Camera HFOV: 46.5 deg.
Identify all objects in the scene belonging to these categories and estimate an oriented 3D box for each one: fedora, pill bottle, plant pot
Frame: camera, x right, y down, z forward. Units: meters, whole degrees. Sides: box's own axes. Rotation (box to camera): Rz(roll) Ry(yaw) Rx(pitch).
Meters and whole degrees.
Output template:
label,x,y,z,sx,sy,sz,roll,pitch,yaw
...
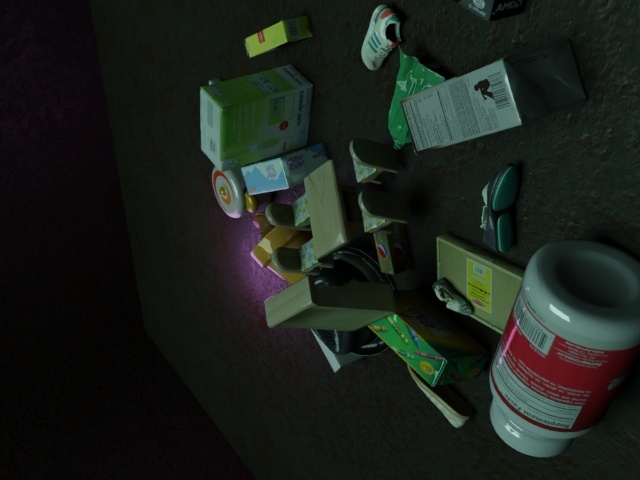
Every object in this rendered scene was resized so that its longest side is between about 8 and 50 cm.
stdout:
label,x,y,z,sx,sy,sz,roll,pitch,yaw
fedora,0.054,0.186,2.025,0.334,0.152,0.334,15,117,31
pill bottle,0.445,0.214,1.375,0.229,0.229,0.408,46,145,36
plant pot,-0.070,0.044,2.211,0.188,0.205,0.205,49,149,5

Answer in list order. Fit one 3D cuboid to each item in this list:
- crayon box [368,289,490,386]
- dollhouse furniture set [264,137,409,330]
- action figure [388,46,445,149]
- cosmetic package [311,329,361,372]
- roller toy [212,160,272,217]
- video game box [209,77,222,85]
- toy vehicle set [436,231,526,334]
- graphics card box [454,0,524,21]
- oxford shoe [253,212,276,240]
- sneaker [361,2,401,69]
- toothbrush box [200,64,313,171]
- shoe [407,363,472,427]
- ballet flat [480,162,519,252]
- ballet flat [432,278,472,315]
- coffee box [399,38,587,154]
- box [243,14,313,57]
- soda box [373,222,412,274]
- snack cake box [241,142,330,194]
label,x,y,z,sx,sy,sz,roll,pitch,yaw
crayon box,0.246,0.226,1.780,0.278,0.165,0.081,41,119,41
dollhouse furniture set,0.000,0.000,1.766,0.362,0.256,0.394,-32,60,44
action figure,0.197,-0.295,1.634,0.137,0.063,0.232,48,142,30
cosmetic package,0.032,0.272,2.269,0.239,0.099,0.060,61,150,16
roller toy,-0.261,-0.173,2.424,0.209,0.146,0.191,64,152,7
video game box,-0.309,-0.399,2.461,0.205,0.048,0.187,53,146,28
toy vehicle set,0.360,0.102,1.647,0.267,0.035,0.166,31,134,49
graphics card box,0.280,-0.591,1.258,0.233,0.094,0.371,46,143,36
oxford shoe,-0.174,-0.025,2.452,0.212,0.076,0.076,42,144,43
sneaker,0.139,-0.436,1.646,0.075,0.057,0.161,55,147,35
toothbrush box,-0.174,-0.333,2.021,0.122,0.283,0.206,46,144,34
shoe,0.296,0.388,1.911,0.219,0.076,0.058,47,140,31
ballet flat,0.356,-0.070,1.508,0.074,0.074,0.203,34,139,47
ballet flat,0.296,0.135,1.701,0.114,0.041,0.041,48,146,33
coffee box,0.305,-0.255,1.365,0.297,0.168,0.119,-8,102,62
box,-0.117,-0.542,1.990,0.232,0.087,0.058,6,113,60
soda box,0.174,-0.010,1.868,0.058,0.061,0.181,10,117,59
snack cake box,-0.100,-0.201,2.120,0.264,0.152,0.089,-3,106,60
